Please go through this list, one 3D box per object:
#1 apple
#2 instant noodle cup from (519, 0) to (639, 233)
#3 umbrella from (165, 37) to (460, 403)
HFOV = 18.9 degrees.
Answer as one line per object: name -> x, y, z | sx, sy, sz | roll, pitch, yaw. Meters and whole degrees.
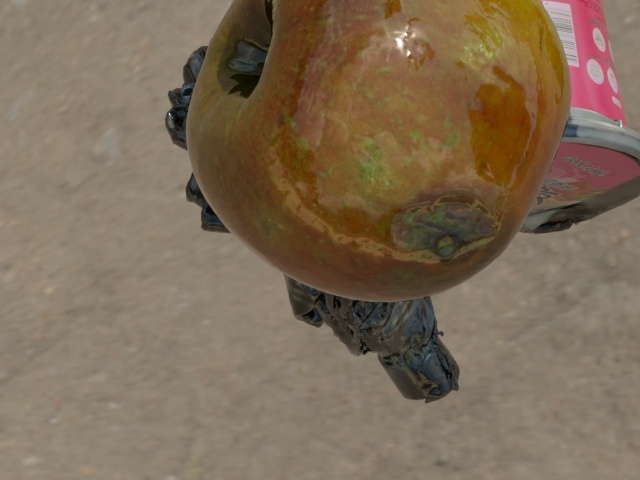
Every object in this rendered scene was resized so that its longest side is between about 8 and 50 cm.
apple -> 0.040, -0.078, 1.153 | 0.207, 0.237, 0.237 | 26, 74, -22
instant noodle cup -> 0.151, -0.129, 1.623 | 0.258, 0.302, 0.181 | -5, 74, 9
umbrella -> -0.007, -0.006, 1.428 | 0.128, 0.154, 0.336 | -37, 133, -5
